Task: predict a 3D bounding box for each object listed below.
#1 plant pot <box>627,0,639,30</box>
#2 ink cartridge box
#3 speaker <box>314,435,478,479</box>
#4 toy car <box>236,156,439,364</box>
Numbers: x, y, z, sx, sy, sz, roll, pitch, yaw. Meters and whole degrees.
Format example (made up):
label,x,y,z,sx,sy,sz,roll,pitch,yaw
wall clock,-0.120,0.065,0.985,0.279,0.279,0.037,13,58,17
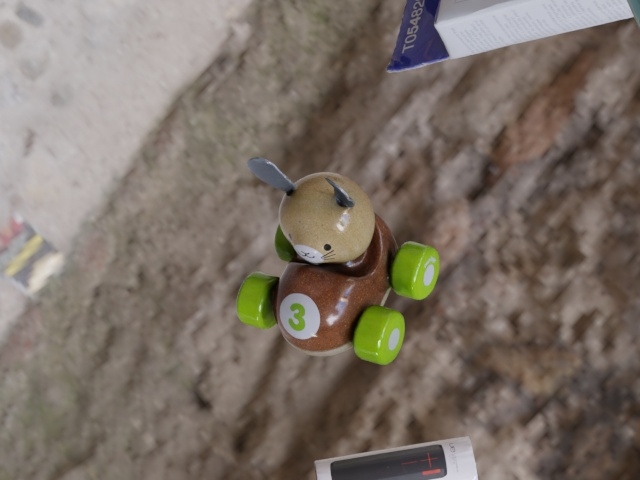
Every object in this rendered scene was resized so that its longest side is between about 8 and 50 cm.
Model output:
label,x,y,z,sx,sy,sz,roll,pitch,yaw
plant pot,0.153,-0.032,0.174,0.195,0.290,0.290,-26,133,7
ink cartridge box,0.140,-0.222,1.062,0.045,0.224,0.223,39,53,-40
speaker,0.066,0.202,1.445,0.136,0.055,0.055,-9,127,1
toy car,0.000,0.000,1.529,0.149,0.155,0.188,-60,149,-27
